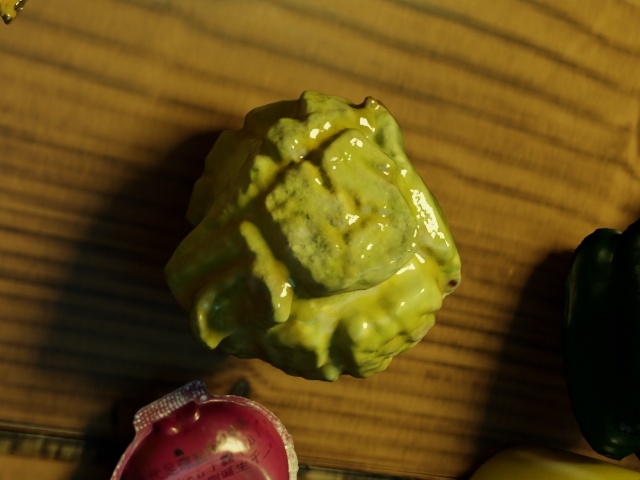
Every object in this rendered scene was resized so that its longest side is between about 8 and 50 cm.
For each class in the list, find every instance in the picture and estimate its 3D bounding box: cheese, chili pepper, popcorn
[{"bbox_3d":[-0.073,0.207,1.076,0.155,0.062,0.244,-29,118,-21],"label":"cheese"},{"bbox_3d":[0.274,0.044,1.187,0.165,0.174,0.261,13,65,-16],"label":"chili pepper"},{"bbox_3d":[-0.001,0.001,1.001,0.167,0.187,0.185,-27,133,17],"label":"popcorn"}]

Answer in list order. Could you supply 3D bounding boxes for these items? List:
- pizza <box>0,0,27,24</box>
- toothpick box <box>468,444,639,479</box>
[{"bbox_3d":[-0.172,-0.232,0.852,0.176,0.036,0.184,53,56,-70],"label":"pizza"},{"bbox_3d":[0.223,0.257,1.153,0.175,0.271,0.175,-11,109,-35],"label":"toothpick box"}]
